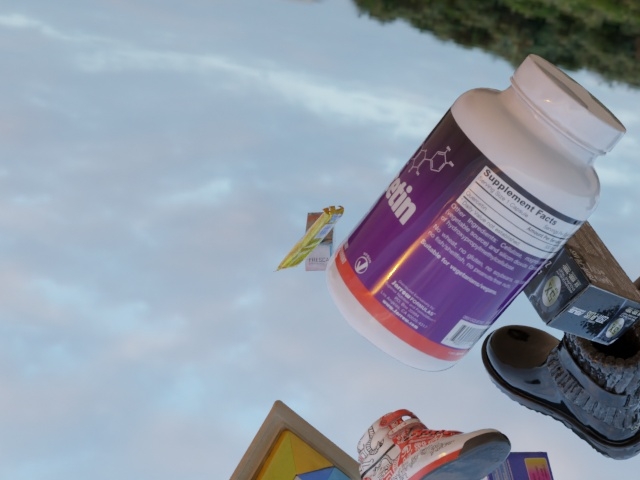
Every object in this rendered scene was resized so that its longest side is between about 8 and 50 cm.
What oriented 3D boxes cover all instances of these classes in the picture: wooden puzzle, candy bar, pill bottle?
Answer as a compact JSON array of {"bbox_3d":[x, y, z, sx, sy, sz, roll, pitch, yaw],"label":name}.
[{"bbox_3d":[-0.040,0.410,1.828,0.221,0.238,0.044,41,148,-19],"label":"wooden puzzle"},{"bbox_3d":[-0.016,0.000,1.647,0.040,0.161,0.018,-9,-120,-41],"label":"candy bar"},{"bbox_3d":[0.161,-0.029,1.180,0.181,0.323,0.181,33,-159,-14],"label":"pill bottle"}]

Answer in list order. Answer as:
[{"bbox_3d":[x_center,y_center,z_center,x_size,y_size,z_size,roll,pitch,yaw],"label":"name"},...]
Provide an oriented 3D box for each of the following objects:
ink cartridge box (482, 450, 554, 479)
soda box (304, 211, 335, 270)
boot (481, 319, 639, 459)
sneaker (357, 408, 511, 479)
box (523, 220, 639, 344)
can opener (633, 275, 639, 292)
[{"bbox_3d":[0.329,0.561,2.107,0.151,0.395,0.270,2,-120,-20],"label":"ink cartridge box"},{"bbox_3d":[0.000,0.000,2.262,0.058,0.063,0.183,-2,-159,2],"label":"soda box"},{"bbox_3d":[0.390,0.173,1.820,0.131,0.260,0.348,-41,-133,-22],"label":"boot"},{"bbox_3d":[0.147,0.289,1.601,0.090,0.270,0.145,20,-136,-32],"label":"sneaker"},{"bbox_3d":[0.305,0.030,1.421,0.147,0.077,0.180,18,-146,-44],"label":"box"},{"bbox_3d":[0.580,0.070,2.007,0.280,0.093,0.074,-41,-166,-24],"label":"can opener"}]
